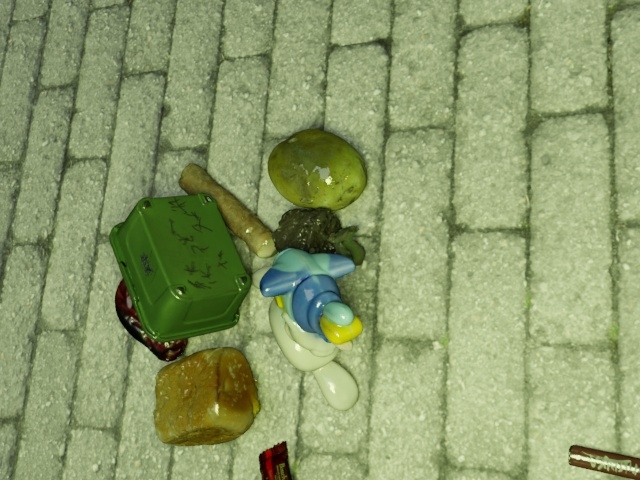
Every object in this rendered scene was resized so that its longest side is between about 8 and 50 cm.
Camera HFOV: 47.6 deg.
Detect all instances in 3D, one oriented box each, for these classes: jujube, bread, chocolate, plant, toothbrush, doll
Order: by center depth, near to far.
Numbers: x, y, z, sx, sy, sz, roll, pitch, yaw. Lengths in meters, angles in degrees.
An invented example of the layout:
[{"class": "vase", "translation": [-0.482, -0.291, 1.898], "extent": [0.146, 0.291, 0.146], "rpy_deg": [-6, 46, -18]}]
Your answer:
[{"class": "toothbrush", "translation": [0.632, 0.423, 1.299], "extent": [0.364, 0.041, 0.040], "rpy_deg": [6, 79, 25]}, {"class": "doll", "translation": [-0.018, 0.141, 1.526], "extent": [0.376, 0.365, 0.187], "rpy_deg": [38, 62, 14]}, {"class": "chocolate", "translation": [-0.095, 0.524, 1.577], "extent": [0.086, 0.028, 0.182], "rpy_deg": [-31, 36, 14]}, {"class": "bread", "translation": [-0.255, 0.360, 1.649], "extent": [0.246, 0.176, 0.195], "rpy_deg": [-24, 56, 33]}, {"class": "plant", "translation": [0.000, 0.000, 1.654], "extent": [0.203, 0.142, 0.131], "rpy_deg": [7, 70, 35]}, {"class": "jujube", "translation": [-0.404, 0.181, 1.775], "extent": [0.168, 0.168, 0.236], "rpy_deg": [-36, 68, 12]}]

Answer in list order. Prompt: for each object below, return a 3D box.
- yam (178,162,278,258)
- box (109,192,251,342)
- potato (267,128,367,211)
[{"class": "yam", "translation": [-0.228, -0.072, 1.803], "extent": [0.357, 0.081, 0.081], "rpy_deg": [41, 95, 30]}, {"class": "box", "translation": [-0.315, 0.050, 1.693], "extent": [0.178, 0.253, 0.328], "rpy_deg": [-47, 61, 44]}, {"class": "potato", "translation": [-0.012, -0.164, 1.690], "extent": [0.197, 0.149, 0.228], "rpy_deg": [-47, 57, 12]}]
